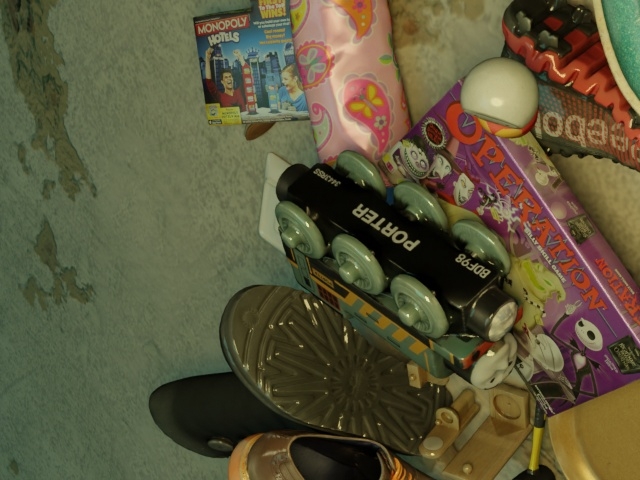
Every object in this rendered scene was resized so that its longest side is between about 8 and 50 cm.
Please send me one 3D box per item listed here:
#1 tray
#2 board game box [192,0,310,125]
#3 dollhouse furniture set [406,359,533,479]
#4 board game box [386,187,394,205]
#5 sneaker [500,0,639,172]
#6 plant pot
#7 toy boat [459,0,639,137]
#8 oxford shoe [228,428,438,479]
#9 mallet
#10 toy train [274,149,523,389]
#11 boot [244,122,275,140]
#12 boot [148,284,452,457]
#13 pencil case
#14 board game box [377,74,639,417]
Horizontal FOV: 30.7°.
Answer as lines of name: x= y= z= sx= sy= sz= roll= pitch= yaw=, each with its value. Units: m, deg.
tray: x=0.000 y=0.000 z=1.594 sx=0.270 sy=0.030 sz=0.145 roll=35 pitch=130 yaw=34
board game box: x=-0.065 y=-0.250 z=1.495 sx=0.194 sy=0.060 sz=0.194 roll=1 pitch=103 yaw=31
dollhouse furniture set: x=0.157 y=0.182 z=1.385 sx=0.144 sy=0.123 sz=0.151 roll=15 pitch=129 yaw=34
board game box: x=0.145 y=-0.013 z=1.418 sx=0.168 sy=0.033 sz=0.133 roll=-9 pitch=103 yaw=57
sneaker: x=0.282 y=-0.124 z=1.156 sx=0.276 sy=0.097 sz=0.135 roll=42 pitch=144 yaw=21
plant pot: x=0.356 y=0.226 z=1.285 sx=0.236 sy=0.032 sz=0.236 roll=23 pitch=124 yaw=40
toy boat: x=0.276 y=-0.167 z=1.000 sx=0.318 sy=0.148 sz=0.268 roll=-24 pitch=81 yaw=13
oxford shoe: x=0.071 y=0.319 z=1.435 sx=0.132 sy=0.363 sz=0.130 roll=-32 pitch=46 yaw=50
mallet: x=0.253 y=0.229 z=1.381 sx=0.039 sy=0.062 sz=0.190 roll=19 pitch=120 yaw=38
toy train: x=0.083 y=0.034 z=1.280 sx=0.334 sy=0.142 sz=0.190 roll=33 pitch=154 yaw=35
boot: x=-0.088 y=-0.202 z=1.597 sx=0.118 sy=0.042 sz=0.087 roll=-43 pitch=67 yaw=48
boot: x=-0.096 y=0.198 z=1.587 sx=0.367 sy=0.146 sz=0.445 roll=35 pitch=154 yaw=-29
pencil case: x=0.039 y=-0.196 z=1.389 sx=0.124 sy=0.124 sz=0.284 roll=1 pitch=109 yaw=49
board game box: x=0.209 y=0.010 z=1.232 sx=0.347 sy=0.056 sz=0.208 roll=56 pitch=146 yaw=7
